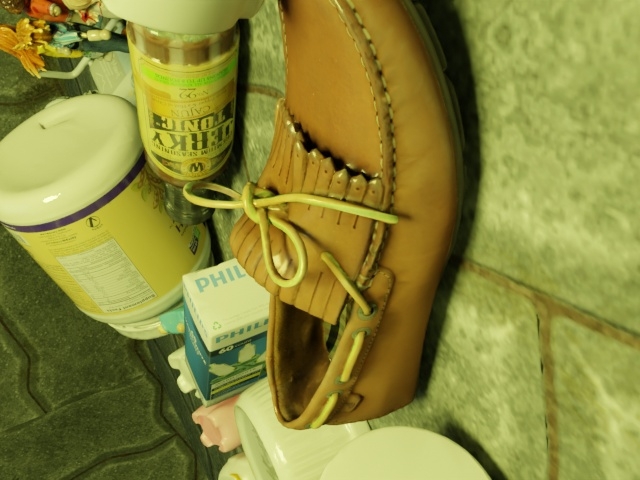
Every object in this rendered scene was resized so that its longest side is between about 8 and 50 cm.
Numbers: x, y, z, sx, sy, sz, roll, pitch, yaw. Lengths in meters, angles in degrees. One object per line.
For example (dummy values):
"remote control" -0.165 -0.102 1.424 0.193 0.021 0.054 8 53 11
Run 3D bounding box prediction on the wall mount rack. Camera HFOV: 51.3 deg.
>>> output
"wall mount rack" -0.335 -0.286 1.072 0.304 0.131 0.349 -39 70 34

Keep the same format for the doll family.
"doll family" -0.331 -0.272 0.881 0.263 0.163 0.118 14 104 41

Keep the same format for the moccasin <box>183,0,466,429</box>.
"moccasin" -0.002 -0.002 0.448 0.139 0.147 0.379 54 154 36

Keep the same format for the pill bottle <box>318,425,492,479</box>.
"pill bottle" 0.054 0.279 0.554 0.160 0.161 0.283 55 155 34

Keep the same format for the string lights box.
"string lights box" -0.085 0.103 0.776 0.076 0.134 0.259 62 159 22

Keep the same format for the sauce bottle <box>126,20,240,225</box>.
"sauce bottle" -0.149 -0.136 0.755 0.111 0.112 0.344 60 159 24

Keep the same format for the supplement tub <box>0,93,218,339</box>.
"supplement tub" -0.311 -0.024 1.008 0.241 0.241 0.331 49 168 43

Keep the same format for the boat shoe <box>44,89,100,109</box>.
"boat shoe" -0.451 -0.243 1.330 0.306 0.113 0.104 24 -127 -75

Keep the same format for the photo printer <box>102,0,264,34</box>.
"photo printer" -0.055 -0.289 0.279 0.256 0.107 0.307 61 139 29

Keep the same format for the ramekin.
"ramekin" -0.020 0.246 0.784 0.207 0.109 0.207 52 154 40

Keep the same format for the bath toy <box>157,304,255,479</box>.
"bath toy" -0.116 0.243 1.005 0.151 0.129 0.348 -1 110 48
